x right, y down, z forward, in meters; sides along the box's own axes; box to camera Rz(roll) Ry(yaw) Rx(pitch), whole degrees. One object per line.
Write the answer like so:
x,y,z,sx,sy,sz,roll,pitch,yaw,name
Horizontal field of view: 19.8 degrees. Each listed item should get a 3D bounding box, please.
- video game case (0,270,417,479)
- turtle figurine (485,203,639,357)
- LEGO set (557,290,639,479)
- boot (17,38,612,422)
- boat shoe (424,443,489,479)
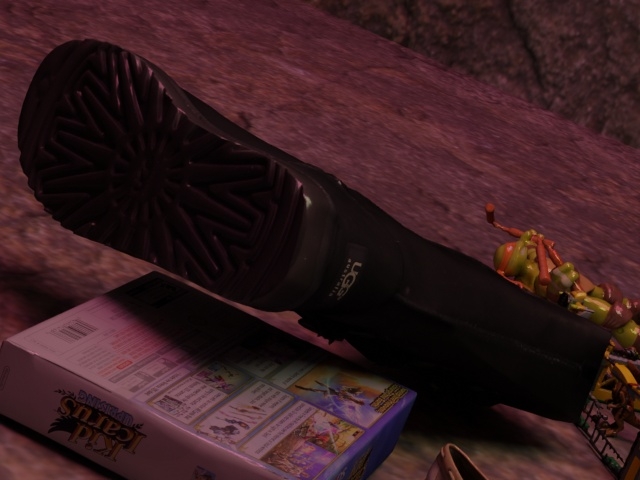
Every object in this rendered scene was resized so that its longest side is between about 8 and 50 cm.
-0.079,0.120,1.362,0.244,0.061,0.269,24,16,13,video game case
0.268,0.057,1.958,0.217,0.087,0.269,26,7,-11,turtle figurine
0.355,0.118,1.676,0.255,0.192,0.331,17,16,-13,LEGO set
0.001,0.001,1.550,0.445,0.146,0.367,20,13,-49,boot
0.134,0.209,1.364,0.056,0.048,0.153,7,22,-41,boat shoe
